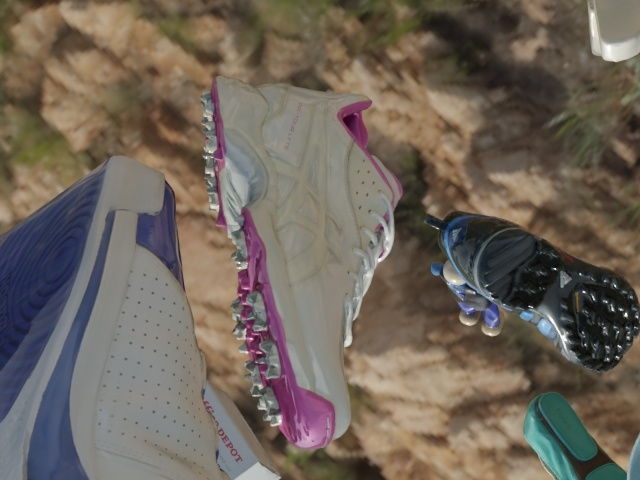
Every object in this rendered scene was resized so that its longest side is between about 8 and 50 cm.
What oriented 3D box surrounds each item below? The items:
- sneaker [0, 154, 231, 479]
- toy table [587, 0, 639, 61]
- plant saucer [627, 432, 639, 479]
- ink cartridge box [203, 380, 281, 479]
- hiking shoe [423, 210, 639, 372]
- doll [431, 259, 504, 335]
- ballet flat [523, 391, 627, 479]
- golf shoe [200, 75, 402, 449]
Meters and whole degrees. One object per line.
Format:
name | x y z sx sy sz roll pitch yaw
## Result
sneaker | -0.080 0.137 0.653 0.127 0.315 0.182 -28 138 34
toy table | 0.335 -0.280 1.395 0.161 0.274 0.252 -8 131 8
plant saucer | 0.343 0.175 1.180 0.195 0.037 0.195 0 118 -1
ink cartridge box | -0.160 0.271 1.727 0.128 0.176 0.127 54 178 20
hiking shoe | 0.253 0.045 1.636 0.304 0.113 0.132 36 -178 -41
doll | 0.204 0.069 1.947 0.129 0.046 0.189 25 165 28
ballet flat | 0.358 0.319 1.963 0.247 0.083 0.087 56 148 25
golf shoe | 0.000 0.000 0.998 0.140 0.306 0.115 -5 143 -11
